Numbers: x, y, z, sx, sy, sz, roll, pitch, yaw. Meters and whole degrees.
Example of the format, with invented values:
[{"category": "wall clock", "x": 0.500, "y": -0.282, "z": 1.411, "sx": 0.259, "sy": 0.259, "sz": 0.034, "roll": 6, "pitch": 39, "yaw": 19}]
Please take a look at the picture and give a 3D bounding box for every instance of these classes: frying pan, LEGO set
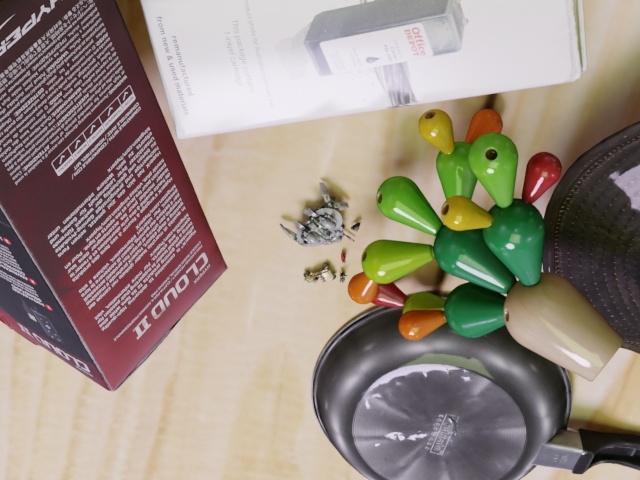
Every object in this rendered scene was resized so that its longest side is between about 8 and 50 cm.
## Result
[{"category": "frying pan", "x": 0.140, "y": 0.162, "z": 1.006, "sx": 0.326, "sy": 0.053, "sz": 0.197, "roll": 35, "pitch": 122, "yaw": -16}, {"category": "LEGO set", "x": 0.003, "y": 0.001, "z": 0.909, "sx": 0.054, "sy": 0.023, "sz": 0.083, "roll": -14, "pitch": 124, "yaw": 14}]

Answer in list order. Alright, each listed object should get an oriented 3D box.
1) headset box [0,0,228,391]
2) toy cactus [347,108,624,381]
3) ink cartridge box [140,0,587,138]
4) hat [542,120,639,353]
[{"category": "headset box", "x": -0.189, "y": -0.059, "z": 0.732, "sx": 0.218, "sy": 0.110, "sz": 0.293, "roll": 27, "pitch": 153, "yaw": 31}, {"category": "toy cactus", "x": 0.113, "y": 0.017, "z": 0.841, "sx": 0.180, "sy": 0.112, "sz": 0.219, "roll": 39, "pitch": 139, "yaw": 13}, {"category": "ink cartridge box", "x": 0.027, "y": -0.143, "z": 0.718, "sx": 0.218, "sy": 0.158, "sz": 0.092, "roll": -6, "pitch": 125, "yaw": 9}, {"category": "hat", "x": 0.297, "y": 0.056, "z": 0.804, "sx": 0.331, "sy": 0.134, "sz": 0.331, "roll": 9, "pitch": 144, "yaw": 6}]
